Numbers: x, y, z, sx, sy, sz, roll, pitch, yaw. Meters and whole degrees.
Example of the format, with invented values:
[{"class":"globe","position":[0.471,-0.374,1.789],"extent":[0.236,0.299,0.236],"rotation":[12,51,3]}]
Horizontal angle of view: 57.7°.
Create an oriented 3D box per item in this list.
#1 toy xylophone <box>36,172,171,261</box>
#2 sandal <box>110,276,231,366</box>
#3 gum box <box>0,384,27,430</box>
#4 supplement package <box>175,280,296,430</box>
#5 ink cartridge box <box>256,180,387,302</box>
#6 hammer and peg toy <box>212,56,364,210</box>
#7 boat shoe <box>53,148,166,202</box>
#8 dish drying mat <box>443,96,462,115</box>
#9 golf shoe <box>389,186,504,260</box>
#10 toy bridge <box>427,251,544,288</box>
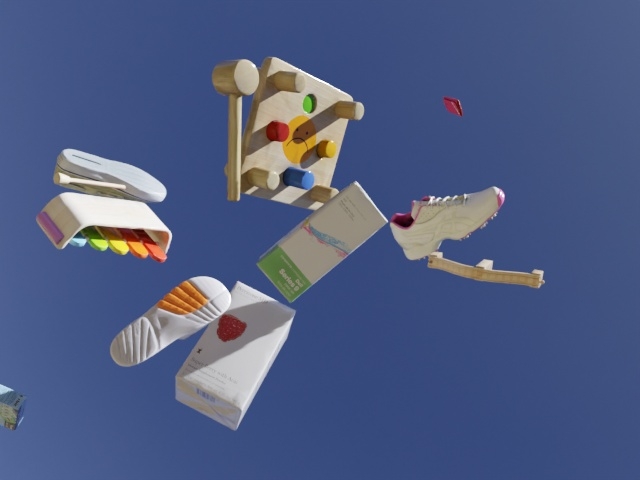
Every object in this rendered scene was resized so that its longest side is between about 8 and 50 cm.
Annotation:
[{"class":"toy xylophone","position":[-0.504,-0.053,1.379],"extent":[0.236,0.323,0.081],"rotation":[46,-70,35]},{"class":"sandal","position":[-0.315,0.168,1.216],"extent":[0.101,0.265,0.076],"rotation":[55,-23,7]},{"class":"gum box","position":[-0.799,0.375,1.381],"extent":[0.185,0.041,0.157],"rotation":[28,-44,-9]},{"class":"supplement package","position":[-0.211,0.286,1.460],"extent":[0.178,0.292,0.175],"rotation":[26,-35,4]},{"class":"ink cartridge box","position":[0.000,0.000,1.008],"extent":[0.212,0.154,0.093],"rotation":[-41,-86,-2]},{"class":"hammer and peg toy","position":[-0.086,-0.197,1.103],"extent":[0.128,0.362,0.265],"rotation":[19,-83,39]},{"class":"boat shoe","position":[-0.588,-0.164,1.630],"extent":[0.094,0.303,0.109],"rotation":[-53,-146,27]},{"class":"dish drying mat","position":[0.242,-0.247,1.067],"extent":[0.008,0.083,0.032],"rotation":[-26,-72,3]},{"class":"golf shoe","position":[0.312,-0.064,1.479],"extent":[0.306,0.115,0.140],"rotation":[-32,-71,29]},{"class":"toy bridge","position":[0.265,0.049,0.945],"extent":[0.188,0.063,0.026],"rotation":[11,-77,27]}]
